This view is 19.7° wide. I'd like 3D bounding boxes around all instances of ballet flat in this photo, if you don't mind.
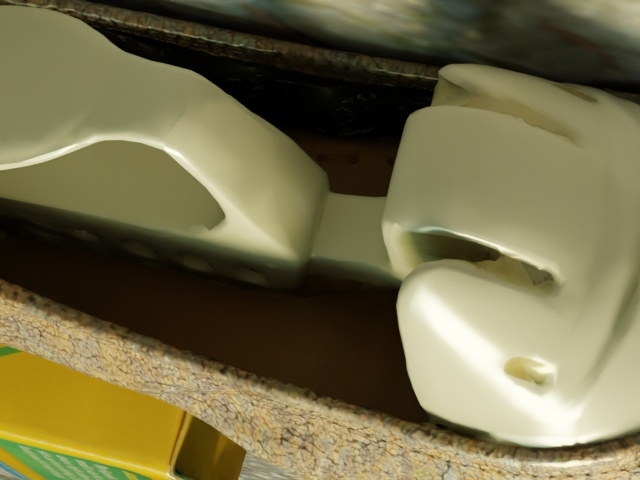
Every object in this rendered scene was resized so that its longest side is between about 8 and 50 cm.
[{"bbox_3d":[0.000,0.000,0.412,0.316,0.108,0.106,10,158,13],"label":"ballet flat"}]

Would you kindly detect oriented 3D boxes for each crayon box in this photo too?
[{"bbox_3d":[-0.147,0.055,0.818,0.323,0.083,0.203,14,166,6],"label":"crayon box"}]
